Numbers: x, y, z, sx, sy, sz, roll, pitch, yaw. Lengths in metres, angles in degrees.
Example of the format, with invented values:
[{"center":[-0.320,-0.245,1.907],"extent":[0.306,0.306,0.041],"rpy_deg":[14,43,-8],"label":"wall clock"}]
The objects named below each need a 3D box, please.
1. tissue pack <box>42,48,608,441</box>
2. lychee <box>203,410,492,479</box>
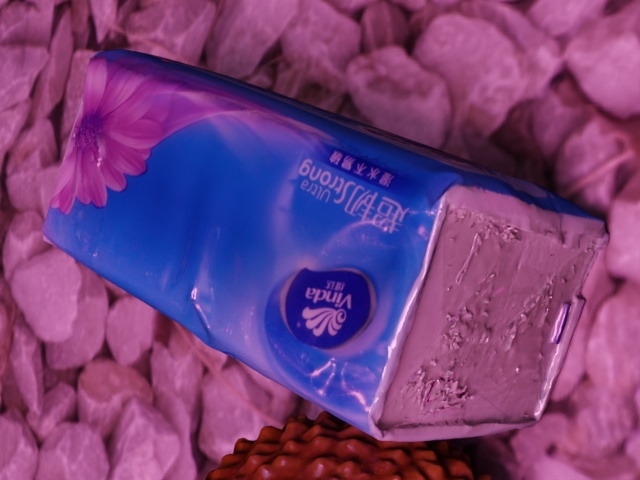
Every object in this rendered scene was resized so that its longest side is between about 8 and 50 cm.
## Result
[{"center":[0.000,0.000,0.663],"extent":[0.263,0.198,0.146],"rpy_deg":[23,98,36],"label":"tissue pack"},{"center":[0.000,0.201,0.652],"extent":[0.238,0.200,0.200],"rpy_deg":[-23,72,22],"label":"lychee"}]
